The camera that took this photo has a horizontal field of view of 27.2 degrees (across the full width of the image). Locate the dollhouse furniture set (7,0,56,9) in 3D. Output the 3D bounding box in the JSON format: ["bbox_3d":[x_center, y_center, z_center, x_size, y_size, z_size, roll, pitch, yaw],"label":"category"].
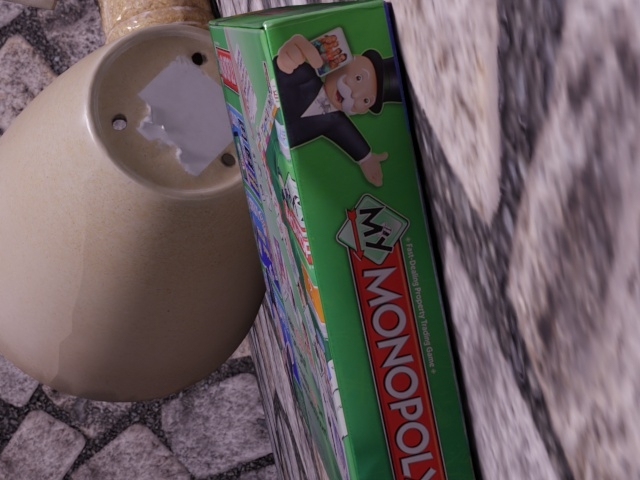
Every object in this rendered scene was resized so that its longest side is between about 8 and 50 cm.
[{"bbox_3d":[-0.286,-0.430,1.218,0.201,0.152,0.374,-109,35,-44],"label":"dollhouse furniture set"}]

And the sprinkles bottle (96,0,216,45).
[{"bbox_3d":[-0.198,-0.356,1.369,0.121,0.121,0.355,99,157,-75],"label":"sprinkles bottle"}]

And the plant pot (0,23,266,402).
[{"bbox_3d":[-0.127,-0.039,0.972,0.274,0.257,0.256,131,128,-62],"label":"plant pot"}]

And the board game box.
[{"bbox_3d":[0.000,0.000,0.606,0.317,0.046,0.213,-128,27,-77],"label":"board game box"}]
